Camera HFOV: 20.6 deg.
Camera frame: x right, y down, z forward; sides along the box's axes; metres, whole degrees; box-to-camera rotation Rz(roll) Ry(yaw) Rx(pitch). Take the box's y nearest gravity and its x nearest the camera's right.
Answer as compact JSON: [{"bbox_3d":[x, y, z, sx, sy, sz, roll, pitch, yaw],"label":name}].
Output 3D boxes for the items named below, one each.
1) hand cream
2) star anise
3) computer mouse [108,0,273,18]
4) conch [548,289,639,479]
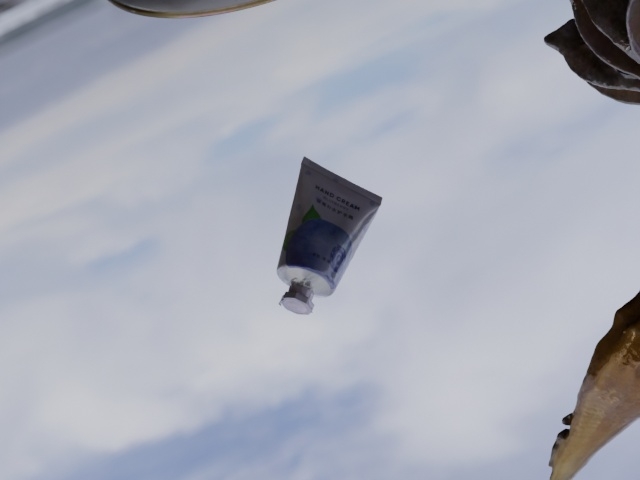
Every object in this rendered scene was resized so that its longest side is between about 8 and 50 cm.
[{"bbox_3d":[0.000,0.000,1.568,0.053,0.084,0.142,-37,-151,61],"label":"hand cream"},{"bbox_3d":[0.252,-0.119,1.159,0.073,0.212,0.197,-51,-176,-23],"label":"star anise"},{"bbox_3d":[-0.049,-0.267,1.583,0.310,0.072,0.158,-25,-151,-14],"label":"computer mouse"},{"bbox_3d":[0.282,0.109,1.479,0.109,0.093,0.330,-23,143,-53],"label":"conch"}]
